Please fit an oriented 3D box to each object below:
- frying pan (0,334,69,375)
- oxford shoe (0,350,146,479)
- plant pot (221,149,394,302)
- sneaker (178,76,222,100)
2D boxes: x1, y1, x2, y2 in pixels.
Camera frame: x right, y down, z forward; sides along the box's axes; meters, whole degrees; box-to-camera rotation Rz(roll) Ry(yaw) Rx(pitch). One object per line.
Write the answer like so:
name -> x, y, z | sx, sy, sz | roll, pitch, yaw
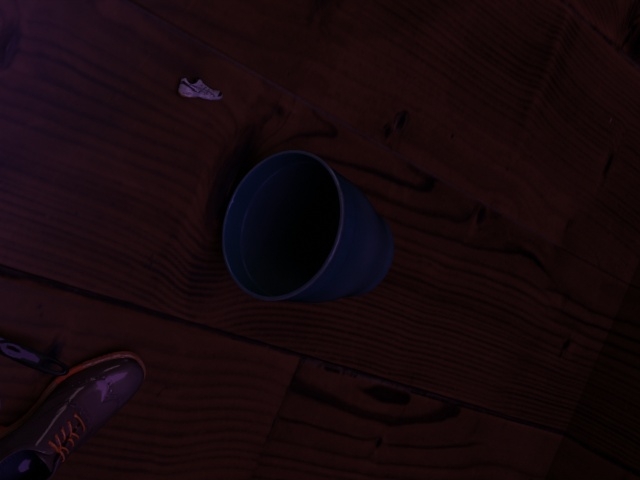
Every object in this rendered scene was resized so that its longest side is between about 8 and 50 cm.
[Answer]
frying pan -> -0.552, 0.120, 1.209 | 0.326, 0.053, 0.197 | 5, 101, -37
oxford shoe -> -0.439, 0.330, 1.301 | 0.364, 0.133, 0.130 | -38, 122, -20
plant pot -> 0.000, 0.000, 1.441 | 0.255, 0.272, 0.271 | 22, 91, -51
sneaker -> -0.207, -0.266, 1.343 | 0.083, 0.032, 0.036 | 0, 105, -35
